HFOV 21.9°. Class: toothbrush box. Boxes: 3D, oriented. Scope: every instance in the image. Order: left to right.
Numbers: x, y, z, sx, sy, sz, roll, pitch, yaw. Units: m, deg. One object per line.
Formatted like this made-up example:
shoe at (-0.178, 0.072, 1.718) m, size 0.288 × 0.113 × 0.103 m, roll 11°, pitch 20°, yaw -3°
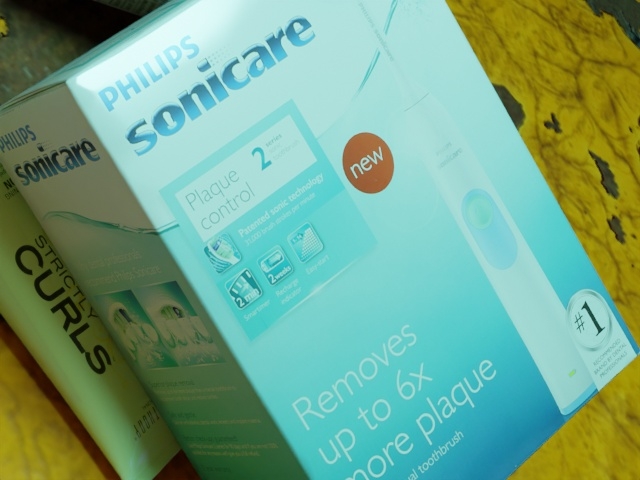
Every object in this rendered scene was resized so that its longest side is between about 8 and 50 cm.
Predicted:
toothbrush box at (0.000, 0.000, 0.869) m, size 0.216 × 0.126 × 0.295 m, roll -36°, pitch 102°, yaw -30°

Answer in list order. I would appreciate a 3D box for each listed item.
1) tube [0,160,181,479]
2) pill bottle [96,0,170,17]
tube at (-0.145, 0.017, 0.880) m, size 0.070 × 0.062 × 0.240 m, roll -37°, pitch 96°, yaw -9°
pill bottle at (-0.088, -0.213, 1.005) m, size 0.283 × 0.160 × 0.160 m, roll 18°, pitch 46°, yaw -14°
